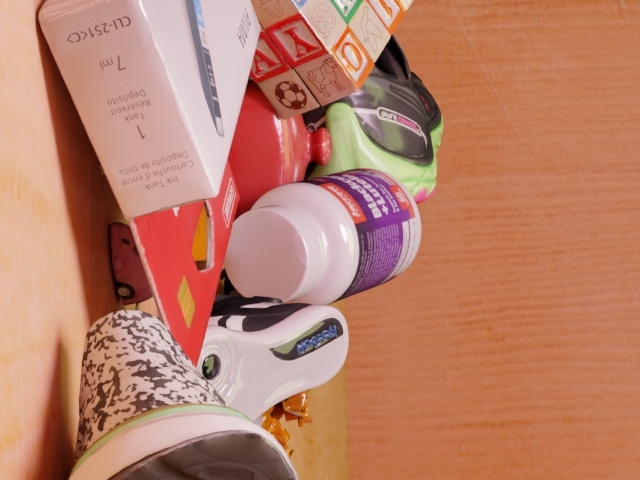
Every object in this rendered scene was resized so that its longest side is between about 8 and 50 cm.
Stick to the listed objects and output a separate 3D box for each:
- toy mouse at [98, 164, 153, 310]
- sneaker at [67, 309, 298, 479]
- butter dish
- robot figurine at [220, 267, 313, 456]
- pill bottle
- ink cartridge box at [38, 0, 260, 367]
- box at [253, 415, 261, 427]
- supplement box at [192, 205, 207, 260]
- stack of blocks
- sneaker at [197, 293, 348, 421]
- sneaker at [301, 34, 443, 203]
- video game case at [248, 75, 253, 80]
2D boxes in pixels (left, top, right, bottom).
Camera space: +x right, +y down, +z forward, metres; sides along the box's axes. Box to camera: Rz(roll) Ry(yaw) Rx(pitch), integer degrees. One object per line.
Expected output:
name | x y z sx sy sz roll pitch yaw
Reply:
toy mouse | -0.119 -0.016 1.098 0.143 0.031 0.161 79 10 -60
sneaker | -0.075 0.197 0.996 0.410 0.158 0.182 90 -16 -44
butter dish | -0.049 -0.083 1.473 0.160 0.118 0.160 -55 143 -81
robot figurine | -0.056 0.126 1.479 0.291 0.085 0.211 -17 105 -85
pill bottle | 0.000 0.000 1.389 0.193 0.108 0.108 -17 106 -61
ink cartridge box | -0.083 -0.087 1.073 0.296 0.066 0.261 -83 156 -63
box | -0.082 0.187 1.213 0.126 0.072 0.137 -73 159 -77
supplement box | -0.099 -0.029 1.330 0.098 0.036 0.062 -79 166 -70
stack of blocks | 0.006 -0.268 1.453 0.171 0.087 0.297 52 42 -23
sneaker | -0.090 0.088 1.172 0.217 0.121 0.079 -11 103 -51
sneaker | 0.034 -0.165 1.713 0.483 0.185 0.202 -106 -176 -74
video game case | -0.075 -0.173 1.716 0.275 0.035 0.248 -88 173 -53
